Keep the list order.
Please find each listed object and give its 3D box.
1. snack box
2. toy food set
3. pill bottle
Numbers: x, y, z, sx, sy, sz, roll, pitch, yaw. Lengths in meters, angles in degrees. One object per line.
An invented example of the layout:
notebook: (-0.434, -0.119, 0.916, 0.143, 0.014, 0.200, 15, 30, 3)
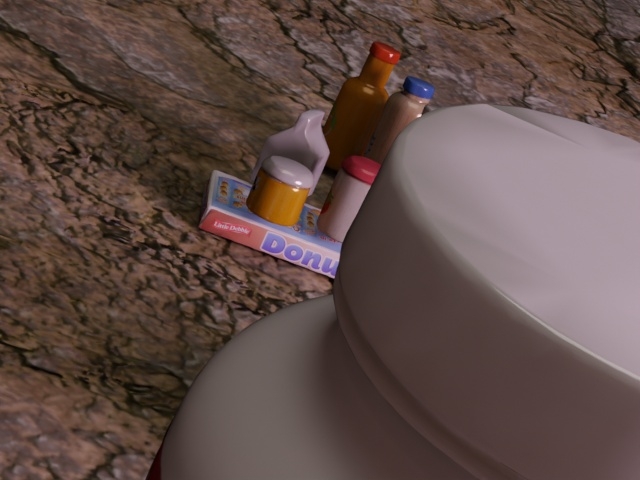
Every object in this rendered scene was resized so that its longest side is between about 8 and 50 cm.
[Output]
snack box: (0.000, 0.000, 1.387, 0.178, 0.022, 0.064, 20, 26, -9)
toy food set: (0.029, -0.073, 1.413, 0.111, 0.104, 0.232, 27, 17, 11)
pill bottle: (0.025, 0.168, 0.669, 0.229, 0.407, 0.229, 19, 27, -10)
